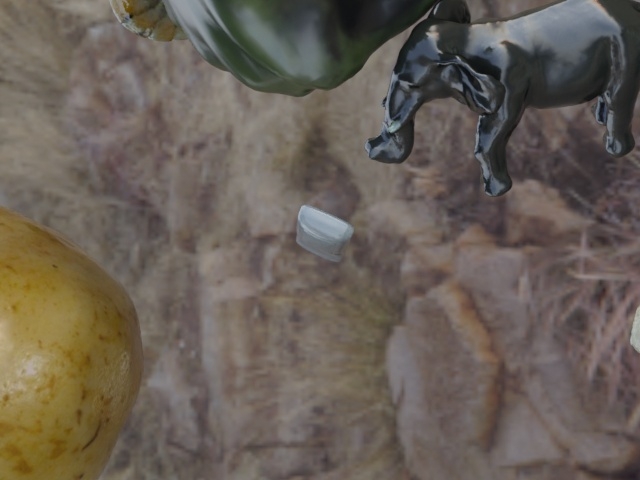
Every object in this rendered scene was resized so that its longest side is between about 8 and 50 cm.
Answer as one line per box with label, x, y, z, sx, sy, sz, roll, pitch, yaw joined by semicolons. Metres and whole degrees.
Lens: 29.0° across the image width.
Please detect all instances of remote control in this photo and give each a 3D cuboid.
remote control;0.000;0.000;1.110;0.027;0.050;0.184;-64;-2;-7

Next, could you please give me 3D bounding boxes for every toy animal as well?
toy animal;0.149;-0.124;0.962;0.146;0.245;0.114;77;167;-46

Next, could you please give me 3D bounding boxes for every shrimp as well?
shrimp;-0.175;-0.346;1.556;0.217;0.150;0.051;-63;22;-13

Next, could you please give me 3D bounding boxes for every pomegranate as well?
pomegranate;-0.296;0.103;1.010;0.307;0.307;0.307;-17;72;63

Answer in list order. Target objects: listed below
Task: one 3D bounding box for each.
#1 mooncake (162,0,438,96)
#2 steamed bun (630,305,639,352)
mooncake;-0.066;-0.282;0.915;0.351;0.187;0.351;49;169;13
steamed bun;0.521;0.117;1.625;0.155;0.172;0.141;42;126;50
